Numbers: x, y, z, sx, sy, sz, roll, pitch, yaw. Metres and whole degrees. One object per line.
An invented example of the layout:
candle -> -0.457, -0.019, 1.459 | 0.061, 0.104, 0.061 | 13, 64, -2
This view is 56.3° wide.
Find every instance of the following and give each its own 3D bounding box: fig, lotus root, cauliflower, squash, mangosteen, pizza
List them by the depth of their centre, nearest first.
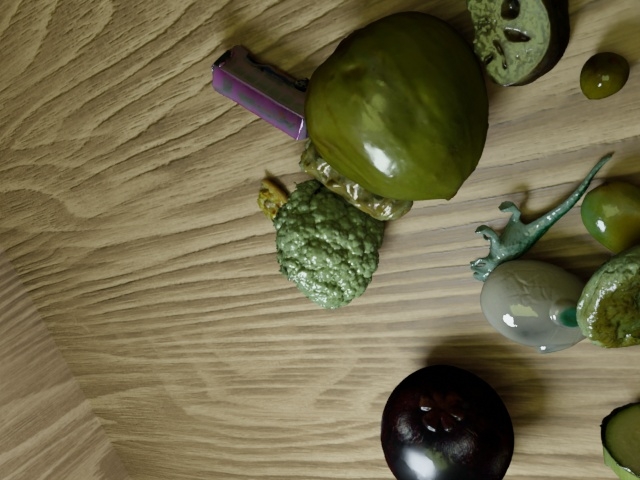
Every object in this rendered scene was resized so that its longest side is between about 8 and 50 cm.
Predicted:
lotus root -> 0.332, -0.374, 0.998 | 0.138, 0.119, 0.234 | -8, 108, 37
fig -> 0.469, -0.270, 0.998 | 0.074, 0.074, 0.088 | 38, 156, 11
fig -> 0.153, -0.232, 1.080 | 0.344, 0.343, 0.343 | 16, 123, 26
squash -> 0.658, 0.429, 1.161 | 0.220, 0.220, 0.133 | 8, 116, 31
cauliflower -> 0.000, 0.000, 1.379 | 0.272, 0.275, 0.250 | 27, 175, -20
mangosteen -> 0.295, 0.457, 1.391 | 0.307, 0.306, 0.346 | 16, 151, 27
pizza -> -0.110, -0.080, 1.513 | 0.099, 0.036, 0.160 | -31, 96, 41

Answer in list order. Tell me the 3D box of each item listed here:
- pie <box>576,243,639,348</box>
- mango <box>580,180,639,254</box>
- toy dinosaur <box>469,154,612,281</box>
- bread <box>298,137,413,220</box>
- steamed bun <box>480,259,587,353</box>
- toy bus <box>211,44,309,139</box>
pie -> 0.585, 0.106, 1.050 | 0.277, 0.078, 0.276 | -3, 128, -4
mango -> 0.557, -0.030, 1.067 | 0.191, 0.085, 0.122 | 36, 121, -3
toy dinosaur -> 0.385, -0.038, 1.167 | 0.130, 0.076, 0.383 | 19, 138, -14
bread -> 0.088, -0.152, 1.272 | 0.268, 0.130, 0.152 | 36, 96, 10
steamed bun -> 0.432, 0.139, 1.184 | 0.228, 0.130, 0.177 | 17, 133, 10
toy bus -> -0.116, -0.332, 1.333 | 0.274, 0.112, 0.090 | 33, 137, 14
